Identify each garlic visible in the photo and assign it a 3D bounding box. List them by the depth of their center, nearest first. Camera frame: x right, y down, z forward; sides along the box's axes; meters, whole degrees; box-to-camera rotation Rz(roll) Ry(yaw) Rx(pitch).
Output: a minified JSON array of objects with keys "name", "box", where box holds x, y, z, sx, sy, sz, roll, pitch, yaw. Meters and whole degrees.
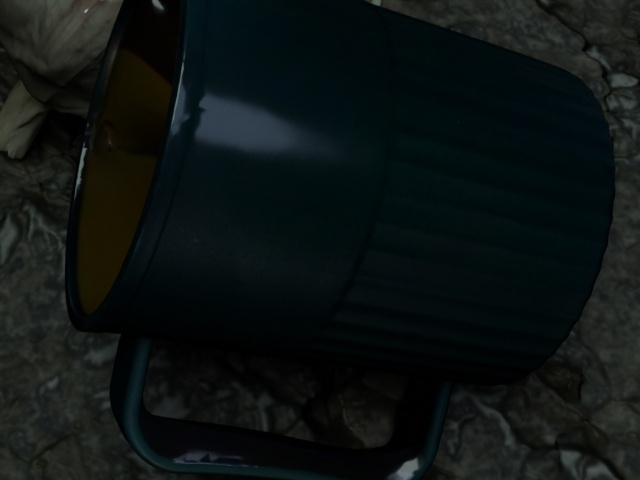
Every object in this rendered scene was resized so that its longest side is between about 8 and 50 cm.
[{"name":"garlic","box":[-0.191,-0.151,0.934,0.218,0.218,0.212,45,102,19]}]

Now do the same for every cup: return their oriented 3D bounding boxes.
[{"name":"cup","box":[0.008,-0.009,0.778,0.292,0.242,0.307,11,67,-22]}]

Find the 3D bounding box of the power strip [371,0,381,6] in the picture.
[{"name":"power strip","box":[0.012,-0.128,0.966,0.042,0.075,0.175,24,66,11]}]
